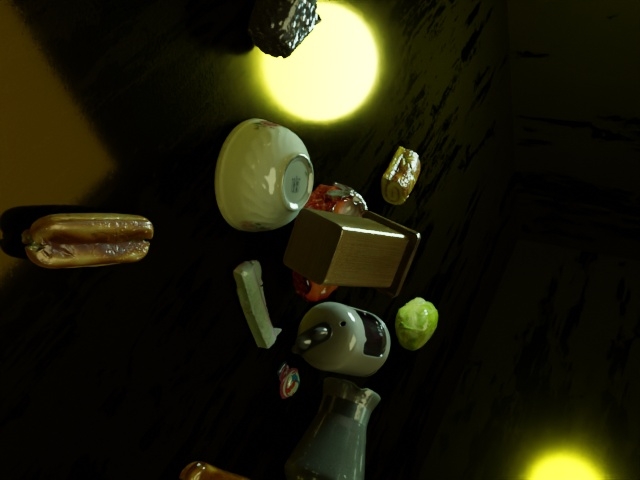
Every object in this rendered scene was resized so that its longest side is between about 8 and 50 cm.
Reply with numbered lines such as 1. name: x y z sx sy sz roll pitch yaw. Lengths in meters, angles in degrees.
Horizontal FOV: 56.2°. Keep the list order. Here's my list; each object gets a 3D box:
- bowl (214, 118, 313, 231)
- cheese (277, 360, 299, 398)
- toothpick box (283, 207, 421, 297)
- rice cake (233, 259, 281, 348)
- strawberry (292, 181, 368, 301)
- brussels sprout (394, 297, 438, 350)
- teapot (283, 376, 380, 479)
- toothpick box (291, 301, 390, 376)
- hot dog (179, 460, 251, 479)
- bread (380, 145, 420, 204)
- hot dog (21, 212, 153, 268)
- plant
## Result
1. bowl: -0.110 -0.147 1.426 0.277 0.145 0.276 -25 120 -55
2. cheese: -0.096 0.406 1.750 0.095 0.038 0.145 -56 145 -32
3. toothpick box: 0.075 0.025 1.503 0.308 0.190 0.187 7 108 -51
4. rice cake: -0.162 0.166 1.539 0.081 0.051 0.290 -43 138 -31
5. strawberry: 0.000 0.000 1.672 0.265 0.149 0.335 17 96 -58
6. brussels sprout: 0.389 0.342 2.417 0.223 0.161 0.223 -22 119 -46
7. teapot: 0.046 0.638 1.904 0.300 0.254 0.343 117 -4 -64
8. toothpick box: 0.050 0.301 1.810 0.316 0.229 0.228 27 78 -57
9. hot dog: -0.258 0.640 1.497 0.100 0.135 0.337 -30 142 8
10. bread: 0.281 -0.222 2.086 0.172 0.103 0.132 -60 152 -34
11. hot dog: -0.403 -0.003 1.057 0.250 0.068 0.100 -1 114 -57
12. plant: -0.078 -0.518 1.351 0.132 0.129 0.194 45 65 -55
